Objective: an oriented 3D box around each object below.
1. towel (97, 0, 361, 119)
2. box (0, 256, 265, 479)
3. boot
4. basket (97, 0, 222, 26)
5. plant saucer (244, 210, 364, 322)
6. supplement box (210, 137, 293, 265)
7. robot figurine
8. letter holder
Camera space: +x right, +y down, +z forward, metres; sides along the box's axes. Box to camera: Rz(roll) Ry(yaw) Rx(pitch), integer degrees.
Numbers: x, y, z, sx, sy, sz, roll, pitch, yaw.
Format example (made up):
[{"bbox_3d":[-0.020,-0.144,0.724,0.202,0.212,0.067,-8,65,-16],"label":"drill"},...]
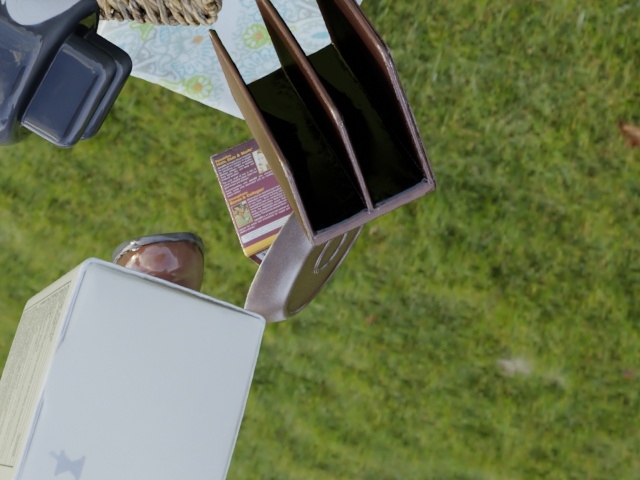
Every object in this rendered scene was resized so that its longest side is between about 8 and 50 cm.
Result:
[{"bbox_3d":[-0.139,-0.369,1.894,0.374,0.090,0.320,21,105,-20],"label":"towel"},{"bbox_3d":[-0.147,0.113,0.823,0.127,0.148,0.232,20,165,-19],"label":"box"},{"bbox_3d":[-0.149,0.156,1.152,0.096,0.280,0.264,-1,151,-24],"label":"boot"},{"bbox_3d":[-0.200,-0.393,1.189,0.214,0.223,0.299,6,150,12],"label":"basket"},{"bbox_3d":[0.000,0.000,1.708,0.050,0.310,0.310,33,145,13],"label":"plant saucer"},{"bbox_3d":[-0.095,-0.067,1.945,0.104,0.188,0.081,-24,158,9],"label":"supplement box"},{"bbox_3d":[-0.321,-0.196,1.106,0.278,0.173,0.209,32,154,-2],"label":"robot figurine"},{"bbox_3d":[-0.018,-0.184,1.307,0.152,0.302,0.214,-26,135,-3],"label":"letter holder"}]
